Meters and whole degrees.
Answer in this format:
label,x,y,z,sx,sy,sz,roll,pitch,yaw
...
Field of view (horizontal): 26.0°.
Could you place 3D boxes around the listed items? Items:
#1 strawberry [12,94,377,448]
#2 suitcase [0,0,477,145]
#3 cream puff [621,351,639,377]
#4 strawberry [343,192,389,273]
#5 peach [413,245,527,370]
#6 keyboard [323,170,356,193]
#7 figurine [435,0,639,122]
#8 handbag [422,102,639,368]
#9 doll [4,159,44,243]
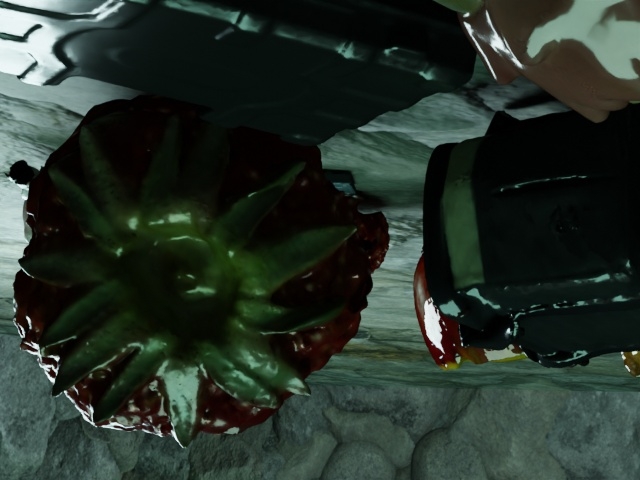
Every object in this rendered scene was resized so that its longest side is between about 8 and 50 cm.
label,x,y,z,sx,sy,sz,roll,pitch,yaw
strawberry,-0.094,0.012,1.112,0.292,0.292,0.343,5,-173,3
suitcase,-0.074,-0.127,0.804,0.285,0.066,0.206,11,167,-27
cream puff,0.463,0.105,1.559,0.269,0.155,0.241,13,163,-7
strawberry,0.000,0.000,1.388,0.145,0.086,0.145,4,168,1
peach,0.172,0.047,1.370,0.158,0.154,0.267,-6,177,12
keyboard,-0.056,-0.058,1.298,0.176,0.014,0.055,4,170,8
figurine,0.164,-0.105,0.542,0.387,0.166,0.207,6,153,-22
handbag,0.193,-0.006,1.020,0.181,0.181,0.254,-11,161,34
doll,-0.208,-0.023,1.345,0.192,0.095,0.149,9,163,-7
